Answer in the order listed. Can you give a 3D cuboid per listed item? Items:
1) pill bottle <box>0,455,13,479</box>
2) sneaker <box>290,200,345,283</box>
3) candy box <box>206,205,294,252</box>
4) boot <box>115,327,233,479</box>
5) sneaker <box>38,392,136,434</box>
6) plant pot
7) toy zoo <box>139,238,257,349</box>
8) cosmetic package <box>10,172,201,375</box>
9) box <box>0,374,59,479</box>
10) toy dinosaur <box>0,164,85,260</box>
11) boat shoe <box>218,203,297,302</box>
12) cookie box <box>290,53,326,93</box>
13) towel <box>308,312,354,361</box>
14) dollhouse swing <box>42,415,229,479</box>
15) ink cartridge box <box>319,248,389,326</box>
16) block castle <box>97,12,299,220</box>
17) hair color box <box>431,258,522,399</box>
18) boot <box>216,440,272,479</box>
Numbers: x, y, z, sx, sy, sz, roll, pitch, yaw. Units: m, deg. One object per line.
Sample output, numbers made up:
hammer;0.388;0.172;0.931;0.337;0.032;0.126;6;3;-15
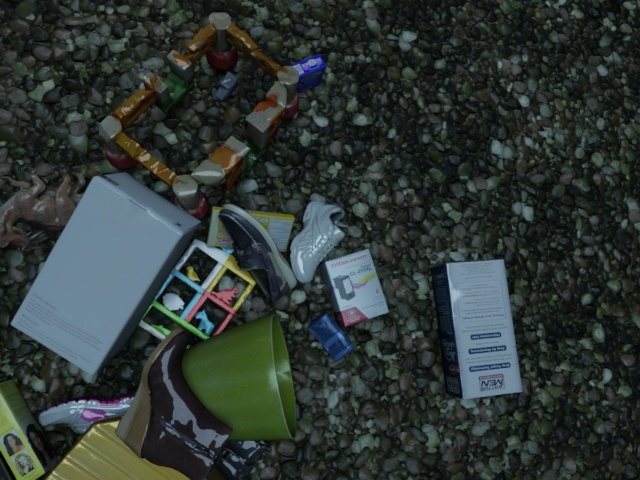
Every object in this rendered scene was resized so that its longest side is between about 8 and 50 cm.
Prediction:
pill bottle;-0.769;0.469;0.980;0.210;0.210;0.363;-29;87;-14
sneaker;0.000;0.000;1.236;0.115;0.090;0.232;3;65;28
candy box;-0.175;-0.026;1.230;0.205;0.027;0.105;6;123;-20
boot;-0.259;0.320;0.958;0.206;0.090;0.248;23;80;9
sneaker;-0.496;0.408;1.100;0.252;0.103;0.111;1;79;-10
plant pot;-0.222;0.326;1.094;0.293;0.275;0.275;-11;83;1
toy zoo;-0.294;0.132;1.223;0.192;0.030;0.293;35;76;-4
cosmetic package;-0.460;0.067;1.068;0.217;0.156;0.385;36;99;-4
box;-0.669;0.413;1.074;0.058;0.087;0.232;-31;89;-12
toy dinosaur;-0.637;-0.065;1.148;0.295;0.127;0.200;-8;90;-25
boat shoe;-0.158;0.038;1.178;0.092;0.103;0.285;-51;127;-26
cookie box;-0.042;-0.448;1.331;0.091;0.107;0.040;-27;85;-15
towel;0.028;0.247;1.258;0.067;0.029;0.119;-39;89;9
dollhouse swing;-0.365;0.570;0.922;0.347;0.315;0.305;-49;120;-14
ink cartridge box;0.086;0.123;1.278;0.127;0.072;0.175;-17;85;-13
block castle;-0.279;-0.295;1.211;0.303;0.213;0.453;38;74;1
hair color box;0.412;0.231;1.308;0.173;0.105;0.347;-3;81;-11
boot;-0.199;0.565;1.138;0.263;0.091;0.229;45;76;1
